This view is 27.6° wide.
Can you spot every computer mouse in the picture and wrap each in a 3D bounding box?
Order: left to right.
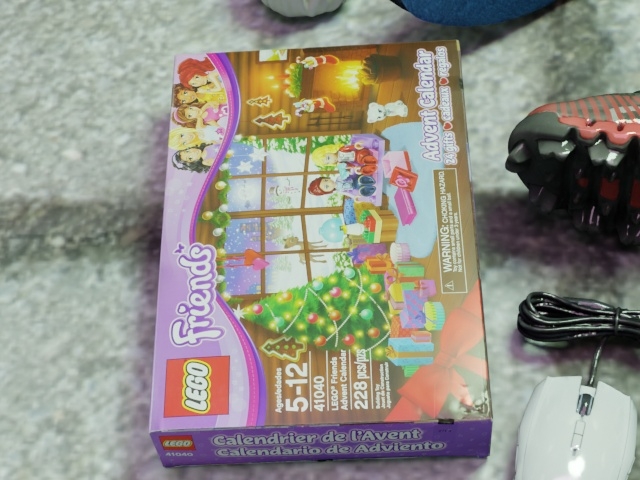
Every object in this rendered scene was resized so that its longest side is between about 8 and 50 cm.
[{"bbox_3d":[0.155,0.111,0.766,0.106,0.042,0.193,12,58,11],"label":"computer mouse"}]

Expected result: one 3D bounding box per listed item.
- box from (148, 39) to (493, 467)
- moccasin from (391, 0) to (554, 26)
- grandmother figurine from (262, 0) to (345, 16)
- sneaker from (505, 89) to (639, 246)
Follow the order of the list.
[{"bbox_3d":[0.000,0.000,0.842,0.201,0.057,0.293,-3,56,3],"label":"box"},{"bbox_3d":[0.167,-0.256,0.976,0.342,0.137,0.117,-24,53,-28],"label":"moccasin"},{"bbox_3d":[0.003,-0.322,1.040,0.208,0.104,0.342,-12,55,29],"label":"grandmother figurine"},{"bbox_3d":[0.260,-0.067,0.845,0.276,0.097,0.135,5,57,5],"label":"sneaker"}]
